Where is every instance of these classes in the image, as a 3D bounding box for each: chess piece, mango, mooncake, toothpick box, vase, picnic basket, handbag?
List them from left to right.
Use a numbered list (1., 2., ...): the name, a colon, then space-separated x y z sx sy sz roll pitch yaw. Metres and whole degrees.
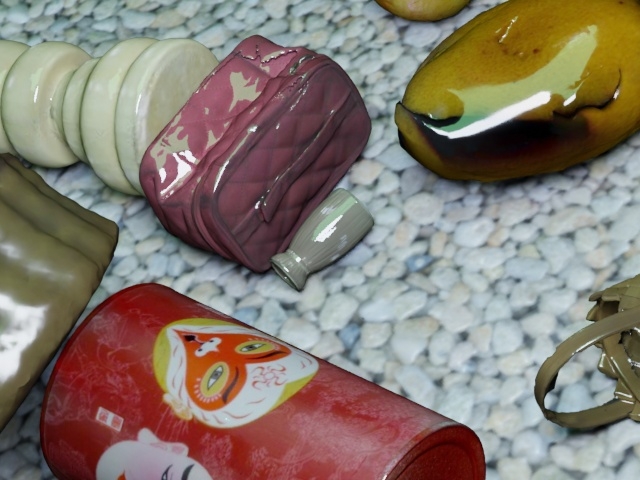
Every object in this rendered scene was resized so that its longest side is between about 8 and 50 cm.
1. mooncake: -0.334 0.073 1.754 0.187 0.324 0.324 36 66 -9
2. chess piece: -0.258 -0.140 2.003 0.299 0.167 0.167 10 59 30
3. handbag: -0.061 -0.086 1.895 0.135 0.146 0.225 25 66 39
4. toothpick box: -0.051 0.185 1.650 0.333 0.204 0.204 23 65 33
5. vase: 0.000 0.000 1.867 0.100 0.053 0.053 -43 52 -10
6. mango: 0.204 -0.151 1.842 0.287 0.153 0.201 -17 56 8
7. picnic basket: 0.265 0.104 1.642 0.178 0.128 0.138 -18 46 -16

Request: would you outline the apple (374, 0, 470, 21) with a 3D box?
1. apple: 0.104 -0.295 2.010 0.146 0.146 0.146 -10 52 13
